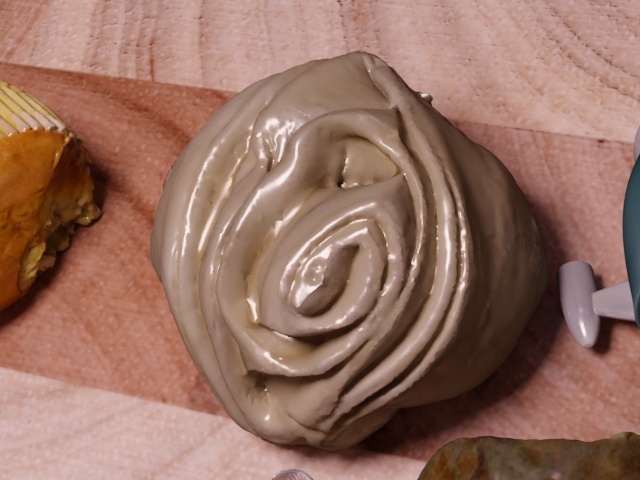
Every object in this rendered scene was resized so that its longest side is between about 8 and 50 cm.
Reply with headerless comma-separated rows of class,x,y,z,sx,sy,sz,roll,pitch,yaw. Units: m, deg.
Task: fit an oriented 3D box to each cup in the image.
cup,0.318,-0.019,1.172,0.299,0.167,0.173,-30,43,30

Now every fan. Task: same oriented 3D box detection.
fan,-0.019,0.229,1.225,0.060,0.003,0.080,-44,58,-9

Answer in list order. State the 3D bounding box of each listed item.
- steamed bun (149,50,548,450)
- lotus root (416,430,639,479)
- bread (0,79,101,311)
steamed bun,0.009,-0.006,1.203,0.309,0.219,0.324,-32,71,2
lotus root,0.157,0.318,0.984,0.250,0.250,0.346,-7,63,14
bread,-0.329,-0.023,1.370,0.250,0.179,0.133,-40,48,-18
